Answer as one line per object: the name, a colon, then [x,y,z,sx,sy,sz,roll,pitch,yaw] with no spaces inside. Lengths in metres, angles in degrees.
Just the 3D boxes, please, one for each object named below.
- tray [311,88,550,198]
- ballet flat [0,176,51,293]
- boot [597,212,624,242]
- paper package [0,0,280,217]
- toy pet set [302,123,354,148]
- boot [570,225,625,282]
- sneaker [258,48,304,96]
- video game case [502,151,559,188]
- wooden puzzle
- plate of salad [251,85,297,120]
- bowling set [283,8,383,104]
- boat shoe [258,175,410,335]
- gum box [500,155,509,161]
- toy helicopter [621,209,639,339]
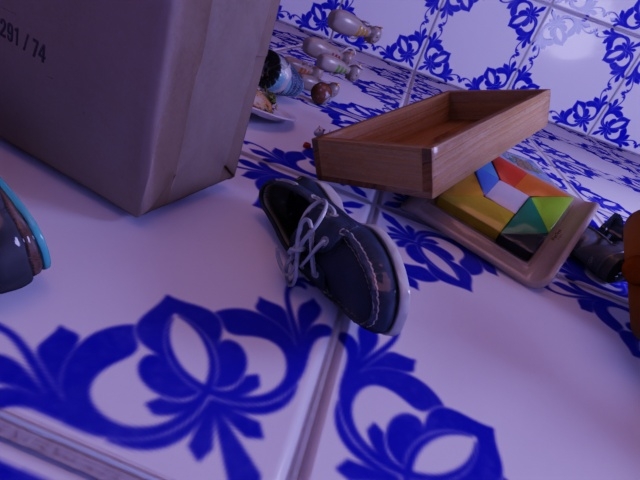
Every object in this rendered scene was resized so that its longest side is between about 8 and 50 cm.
tray: [0.203,-0.180,0.728,0.203,0.076,0.411,16,33,41]
ballet flat: [-0.312,-0.056,0.344,0.096,0.095,0.280,-24,50,-36]
boot: [0.617,-0.007,0.874,0.121,0.045,0.099,-23,48,-41]
paper package: [-0.235,-0.234,0.462,0.325,0.309,0.168,29,31,13]
toy pet set: [0.052,-0.178,0.791,0.122,0.065,0.114,37,34,27]
boot: [0.470,-0.011,0.778,0.190,0.075,0.208,3,27,-29]
sneaker: [-0.149,-0.418,1.062,0.122,0.110,0.283,11,28,-52]
video game case: [0.497,-0.198,1.140,0.194,0.023,0.212,18,29,-3]
wooden puzzle: [0.280,-0.058,0.677,0.239,0.044,0.221,33,56,25]
plate of salad: [-0.135,-0.285,0.850,0.200,0.048,0.199,21,21,-8]
bowling set: [0.027,-0.433,1.144,0.154,0.199,0.287,4,-9,-35]
boat shoe: [0.000,0.000,0.432,0.079,0.095,0.254,6,31,-26]
gum box: [0.291,-0.117,0.818,0.157,0.041,0.184,-2,33,-4]
toy helicopter: [0.485,0.097,0.543,0.235,0.140,0.355,33,44,9]
